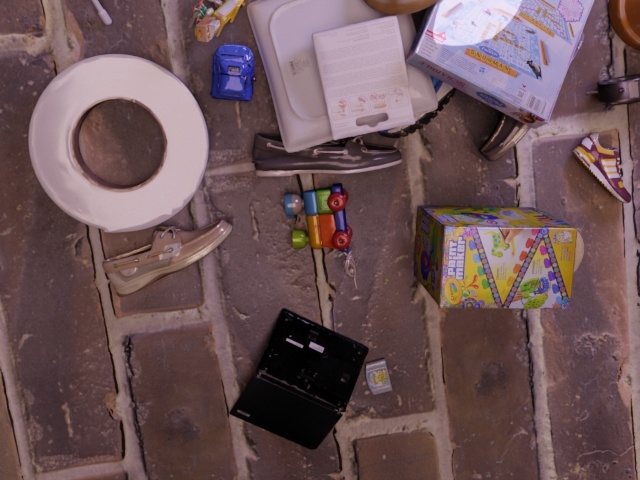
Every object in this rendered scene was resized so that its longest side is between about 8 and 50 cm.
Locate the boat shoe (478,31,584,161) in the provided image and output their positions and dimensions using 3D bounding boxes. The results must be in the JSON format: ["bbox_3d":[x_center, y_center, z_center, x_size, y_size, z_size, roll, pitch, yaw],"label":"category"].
[{"bbox_3d":[0.444,-0.344,1.895,0.130,0.132,0.355,32,88,0],"label":"boat shoe"}]

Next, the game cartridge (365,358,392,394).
[{"bbox_3d":[0.138,0.329,2.039,0.056,0.017,0.083,-15,101,2],"label":"game cartridge"}]

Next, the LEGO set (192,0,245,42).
[{"bbox_3d":[-0.212,-0.535,1.788,0.107,0.132,0.287,32,74,-4],"label":"LEGO set"}]

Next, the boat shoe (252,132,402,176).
[{"bbox_3d":[0.014,-0.200,1.881,0.336,0.112,0.095,-4,106,-1],"label":"boat shoe"}]

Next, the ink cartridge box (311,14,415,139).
[{"bbox_3d":[0.091,-0.339,1.765,0.181,0.056,0.224,-11,106,7],"label":"ink cartridge box"}]

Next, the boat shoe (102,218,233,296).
[{"bbox_3d":[-0.343,0.019,1.896,0.302,0.109,0.098,-26,103,6],"label":"boat shoe"}]

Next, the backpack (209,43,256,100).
[{"bbox_3d":[-0.186,-0.366,1.839,0.098,0.101,0.120,4,97,-12],"label":"backpack"}]

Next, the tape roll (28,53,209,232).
[{"bbox_3d":[-0.438,-0.211,1.861,0.392,0.072,0.391,-1,100,-5],"label":"tape roll"}]

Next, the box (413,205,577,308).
[{"bbox_3d":[0.371,0.028,1.863,0.279,0.290,0.176,1,101,-4],"label":"box"}]

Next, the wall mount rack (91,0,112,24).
[{"bbox_3d":[-0.433,-0.639,1.758,0.350,0.130,0.304,-27,98,1],"label":"wall mount rack"}]

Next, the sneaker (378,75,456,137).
[{"bbox_3d":[0.233,-0.366,1.876,0.147,0.130,0.330,42,97,8],"label":"sneaker"}]

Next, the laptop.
[{"bbox_3d":[-0.051,0.335,2.026,0.234,0.136,0.264,26,72,-10],"label":"laptop"}]

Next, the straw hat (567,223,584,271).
[{"bbox_3d":[0.567,0.034,1.997,0.145,0.061,0.144,-1,101,-4],"label":"straw hat"}]

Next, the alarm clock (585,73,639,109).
[{"bbox_3d":[0.708,-0.343,1.910,0.192,0.129,0.064,-19,104,-22],"label":"alarm clock"}]

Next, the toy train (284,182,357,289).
[{"bbox_3d":[0.000,0.000,1.927,0.144,0.105,0.247,-5,101,7],"label":"toy train"}]

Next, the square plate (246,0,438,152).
[{"bbox_3d":[0.042,-0.400,1.813,0.344,0.049,0.347,-16,86,7],"label":"square plate"}]

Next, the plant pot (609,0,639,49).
[{"bbox_3d":[0.765,-0.519,1.845,0.205,0.188,0.205,-1,101,-5],"label":"plant pot"}]

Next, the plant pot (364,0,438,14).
[{"bbox_3d":[0.181,-0.568,1.730,0.237,0.032,0.236,-10,63,20],"label":"plant pot"}]

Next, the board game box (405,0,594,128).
[{"bbox_3d":[0.377,-0.443,1.756,0.319,0.066,0.317,26,79,-11],"label":"board game box"}]

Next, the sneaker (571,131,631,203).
[{"bbox_3d":[0.673,-0.167,1.964,0.185,0.069,0.084,43,100,-12],"label":"sneaker"}]
